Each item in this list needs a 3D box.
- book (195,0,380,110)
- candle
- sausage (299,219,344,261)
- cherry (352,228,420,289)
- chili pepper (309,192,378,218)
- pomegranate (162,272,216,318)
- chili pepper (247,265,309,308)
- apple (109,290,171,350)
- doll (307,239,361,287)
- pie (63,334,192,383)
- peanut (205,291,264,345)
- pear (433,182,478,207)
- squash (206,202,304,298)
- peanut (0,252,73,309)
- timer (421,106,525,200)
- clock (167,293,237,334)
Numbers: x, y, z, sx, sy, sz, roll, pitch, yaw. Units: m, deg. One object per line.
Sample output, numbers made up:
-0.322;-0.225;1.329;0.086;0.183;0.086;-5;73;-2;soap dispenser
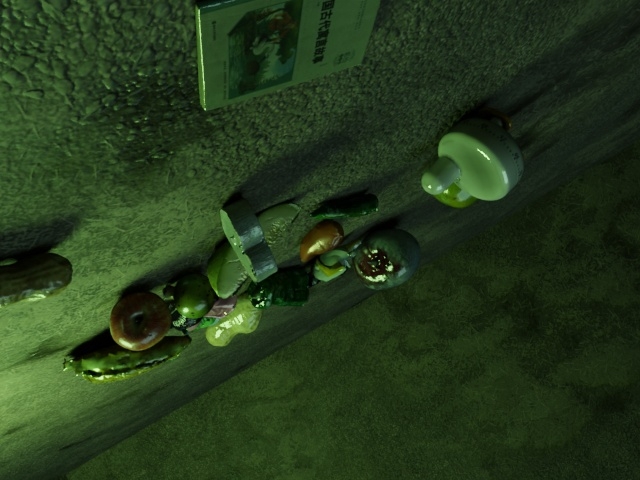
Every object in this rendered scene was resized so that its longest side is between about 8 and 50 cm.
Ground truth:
-0.043;-0.293;0.823;0.282;0.025;0.215;-23;162;-17;book
-0.168;-0.007;1.287;0.068;0.192;0.168;-27;-152;-15;candle
0.000;0.000;1.728;0.179;0.089;0.089;-37;164;34;sausage
0.246;0.064;2.123;0.255;0.218;0.296;-40;173;34;cherry
0.056;-0.084;1.605;0.227;0.059;0.088;-13;169;-38;chili pepper
-0.334;0.139;1.500;0.130;0.130;0.130;-28;164;-8;pomegranate
-0.143;0.165;1.910;0.270;0.099;0.136;-2;115;-52;chili pepper
-0.441;0.196;1.415;0.146;0.146;0.131;-26;-178;-13;apple
0.025;0.094;2.012;0.145;0.103;0.316;-23;170;-42;doll
-0.549;0.344;1.669;0.354;0.103;0.288;-11;170;-19;pie
-0.288;0.275;1.971;0.274;0.125;0.111;-37;-178;23;peanut
0.401;-0.195;1.719;0.180;0.166;0.216;-25;142;26;pear
-0.161;0.007;1.391;0.252;0.093;0.169;-36;-152;23;squash
-0.528;0.074;0.991;0.192;0.089;0.089;-14;158;-35;peanut
0.408;-0.201;1.528;0.240;0.233;0.233;-44;168;-16;timer
-0.363;0.205;1.665;0.194;0.100;0.195;-39;161;33;clock
